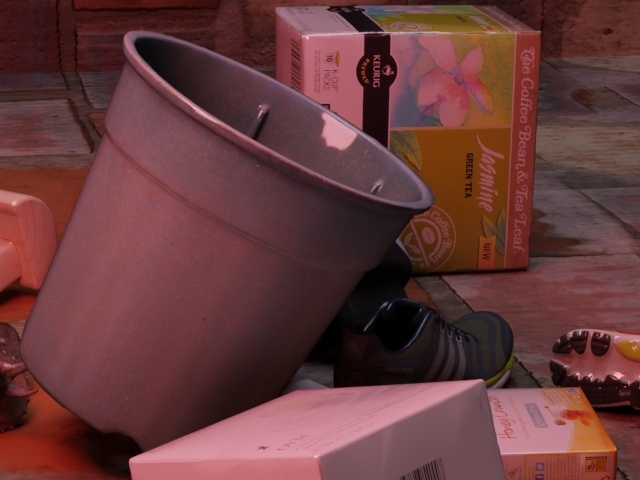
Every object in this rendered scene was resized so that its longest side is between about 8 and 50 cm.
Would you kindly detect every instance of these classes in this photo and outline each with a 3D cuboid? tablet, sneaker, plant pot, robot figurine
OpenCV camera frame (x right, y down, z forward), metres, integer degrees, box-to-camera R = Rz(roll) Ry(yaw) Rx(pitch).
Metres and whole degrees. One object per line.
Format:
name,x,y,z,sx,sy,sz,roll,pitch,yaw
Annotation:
tablet,-0.006,0.169,2.046,0.054,0.006,0.083,-14,22,-40
sneaker,0.117,0.117,2.025,0.111,0.121,0.300,13,20,33
sneaker,0.387,0.141,2.008,0.279,0.107,0.118,15,13,33
plant pot,-0.116,0.019,1.855,0.341,0.334,0.341,28,15,-8
robot figurine,-0.003,0.001,2.201,0.209,0.278,0.173,-33,-24,13

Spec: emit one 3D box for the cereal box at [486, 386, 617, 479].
cereal box,0.151,0.192,1.811,0.240,0.047,0.173,-1,17,-5

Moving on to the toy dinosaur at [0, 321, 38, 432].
toy dinosaur,-0.380,0.132,2.016,0.160,0.121,0.313,11,11,-9

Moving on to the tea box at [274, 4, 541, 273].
tea box,0.110,-0.139,2.520,0.323,0.329,0.220,-3,17,-11

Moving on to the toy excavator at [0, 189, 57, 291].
toy excavator,-0.517,0.038,2.138,0.222,0.445,0.433,12,61,29

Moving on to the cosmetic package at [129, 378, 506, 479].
cosmetic package,0.002,0.212,1.584,0.224,0.138,0.224,-9,6,42
